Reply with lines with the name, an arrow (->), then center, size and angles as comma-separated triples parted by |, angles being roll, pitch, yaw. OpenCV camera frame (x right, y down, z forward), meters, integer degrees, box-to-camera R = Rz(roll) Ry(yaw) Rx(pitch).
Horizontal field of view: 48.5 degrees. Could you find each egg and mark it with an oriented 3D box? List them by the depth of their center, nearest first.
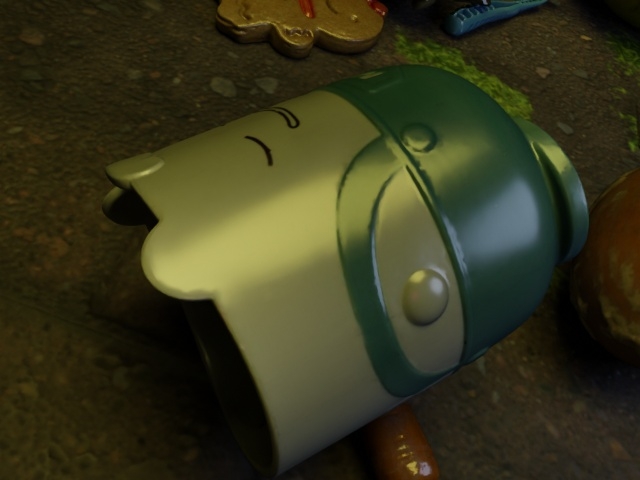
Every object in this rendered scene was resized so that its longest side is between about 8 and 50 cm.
egg -> 0.327, 0.022, 0.638 | 0.195, 0.195, 0.233 | 42, 47, 16

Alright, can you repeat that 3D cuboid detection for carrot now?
carrot -> 0.033, 0.108, 0.564 | 0.048, 0.048, 0.216 | -8, 51, -25

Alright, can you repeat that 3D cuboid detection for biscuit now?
biscuit -> -0.018, -0.282, 0.866 | 0.226, 0.036, 0.166 | 3, 50, -18

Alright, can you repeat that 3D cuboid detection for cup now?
cup -> 0.000, 0.000, 0.513 | 0.258, 0.219, 0.290 | -25, 21, -17

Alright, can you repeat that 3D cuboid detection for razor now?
razor -> 0.264, -0.334, 1.004 | 0.253, 0.042, 0.082 | -30, 46, -34

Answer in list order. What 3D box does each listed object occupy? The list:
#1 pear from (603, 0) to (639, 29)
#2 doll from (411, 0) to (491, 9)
pear -> 0.520, -0.443, 1.054 | 0.253, 0.252, 0.307 | 4, 41, -16
doll -> 0.080, -0.412, 0.914 | 0.330, 0.174, 0.235 | 25, 21, 12
